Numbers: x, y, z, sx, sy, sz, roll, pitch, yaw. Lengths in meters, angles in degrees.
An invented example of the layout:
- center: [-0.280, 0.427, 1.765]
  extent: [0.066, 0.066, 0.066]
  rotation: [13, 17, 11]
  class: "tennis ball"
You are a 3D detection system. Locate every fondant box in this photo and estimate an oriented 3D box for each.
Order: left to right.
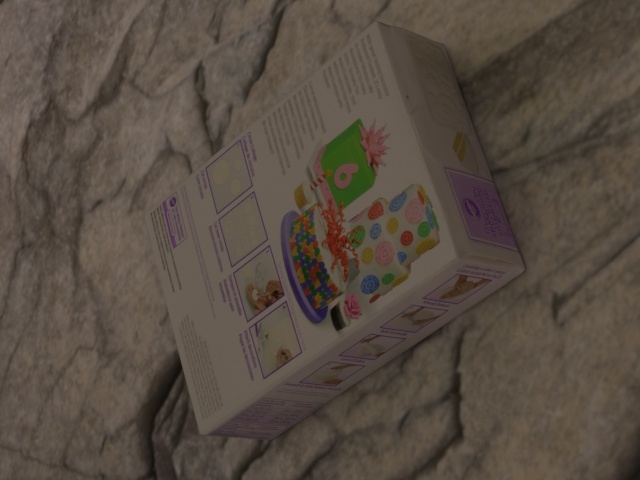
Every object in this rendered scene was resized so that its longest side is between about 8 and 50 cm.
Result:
- center: [0.000, 0.000, 1.527]
  extent: [0.330, 0.096, 0.238]
  rotation: [-37, 57, 35]
  class: "fondant box"
